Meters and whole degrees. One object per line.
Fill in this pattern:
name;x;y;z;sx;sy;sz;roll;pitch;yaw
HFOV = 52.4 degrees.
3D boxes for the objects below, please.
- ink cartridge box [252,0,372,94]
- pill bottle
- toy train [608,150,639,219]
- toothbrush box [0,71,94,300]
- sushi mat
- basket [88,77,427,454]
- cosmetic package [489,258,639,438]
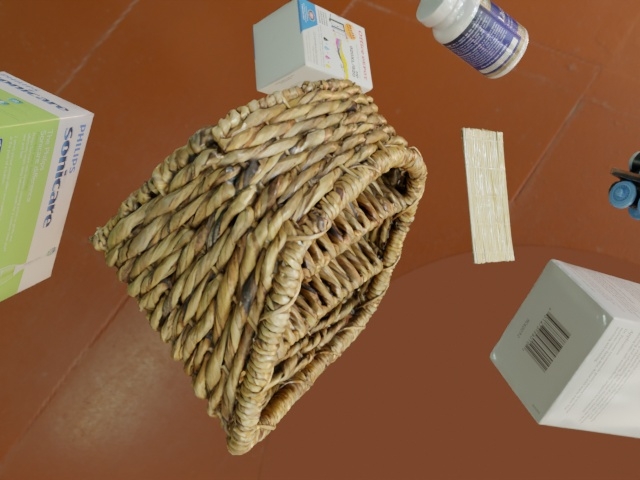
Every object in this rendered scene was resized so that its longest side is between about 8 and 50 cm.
ink cartridge box;-0.018;-0.435;1.556;0.168;0.233;0.171;-16;75;42
pill bottle;0.378;-0.534;1.629;0.153;0.265;0.153;-42;33;37
toy train;0.496;-0.071;0.914;0.105;0.080;0.184;-64;31;7
toothbrush box;-0.356;-0.032;0.587;0.122;0.283;0.206;26;111;8
sushi mat;0.391;-0.105;1.516;0.019;0.151;0.316;-6;89;53
basket;0.000;0.000;0.589;0.213;0.299;0.223;-36;87;30
cosmetic package;0.471;0.179;0.974;0.197;0.366;0.155;-64;28;22
